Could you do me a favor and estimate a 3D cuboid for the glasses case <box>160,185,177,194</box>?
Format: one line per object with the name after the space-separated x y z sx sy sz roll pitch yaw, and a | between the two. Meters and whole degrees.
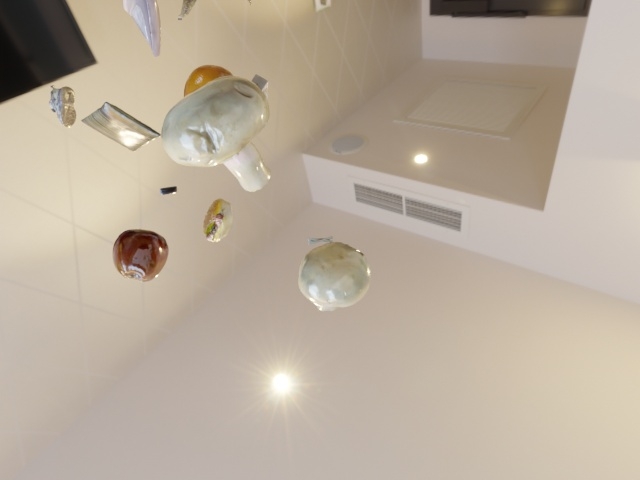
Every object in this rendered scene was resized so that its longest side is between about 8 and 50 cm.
-0.723 -0.237 1.991 0.083 0.034 0.023 -17 -146 -40 | glasses case

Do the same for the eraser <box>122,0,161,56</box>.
-0.543 -0.733 1.294 0.059 0.243 0.204 -30 -93 -31 | eraser

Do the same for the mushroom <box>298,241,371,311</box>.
0.054 0.184 1.753 0.313 0.336 0.315 2 -134 -2 | mushroom

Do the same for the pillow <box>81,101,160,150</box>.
-0.722 -0.408 1.511 0.212 0.208 0.052 -8 -119 40 | pillow

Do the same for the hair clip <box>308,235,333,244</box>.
0.000 -0.001 1.887 0.114 0.030 0.039 -3 -173 -7 | hair clip

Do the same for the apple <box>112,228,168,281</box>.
-0.769 0.057 1.779 0.233 0.234 0.234 -7 -139 6 | apple

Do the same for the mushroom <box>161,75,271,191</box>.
-0.282 -0.325 1.191 0.314 0.316 0.356 1 179 15 | mushroom

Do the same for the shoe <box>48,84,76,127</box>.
-1.153 -0.597 1.847 0.092 0.180 0.089 17 -154 8 | shoe

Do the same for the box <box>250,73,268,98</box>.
-0.291 -0.592 1.815 0.066 0.233 0.150 27 -103 -2 | box

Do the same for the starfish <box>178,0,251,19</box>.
-0.444 -0.894 1.459 0.293 0.302 0.084 -44 -172 -31 | starfish

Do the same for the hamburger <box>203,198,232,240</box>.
-0.488 -0.097 1.964 0.116 0.210 0.173 4 -128 -30 | hamburger

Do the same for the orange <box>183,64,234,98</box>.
-0.406 -0.542 1.590 0.171 0.240 0.240 22 -129 26 | orange
